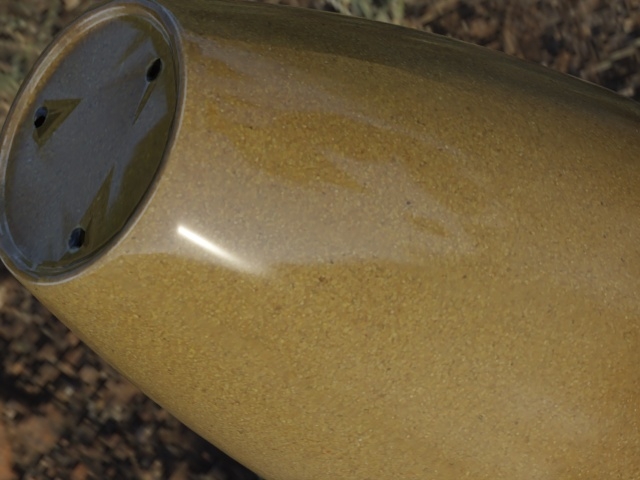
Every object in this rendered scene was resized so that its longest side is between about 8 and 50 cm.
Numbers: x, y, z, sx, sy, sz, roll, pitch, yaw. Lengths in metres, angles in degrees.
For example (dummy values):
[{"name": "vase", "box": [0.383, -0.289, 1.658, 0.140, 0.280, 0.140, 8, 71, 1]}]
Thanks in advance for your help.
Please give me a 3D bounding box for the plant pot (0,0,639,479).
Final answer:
[{"name": "plant pot", "box": [0.000, 0.000, 0.735, 0.237, 0.254, 0.237, -21, 58, 38]}]
